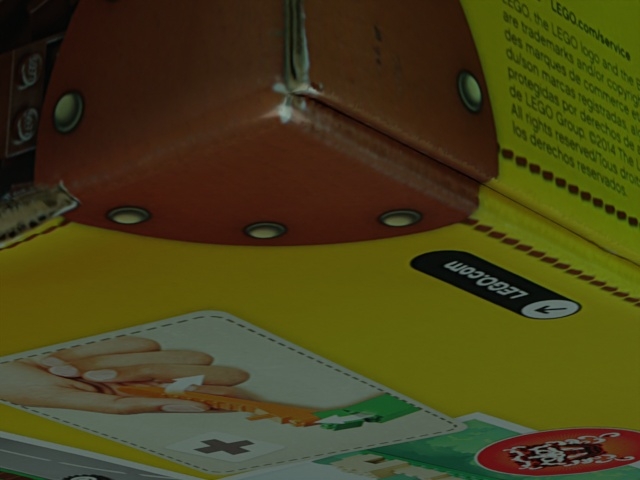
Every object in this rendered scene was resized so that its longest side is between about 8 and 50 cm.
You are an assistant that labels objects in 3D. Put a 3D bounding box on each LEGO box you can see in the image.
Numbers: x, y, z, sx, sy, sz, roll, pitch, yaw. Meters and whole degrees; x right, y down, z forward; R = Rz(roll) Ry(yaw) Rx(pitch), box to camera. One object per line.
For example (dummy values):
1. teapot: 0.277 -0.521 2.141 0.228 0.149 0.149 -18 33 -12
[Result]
1. LEGO box: 0.000 0.000 0.617 0.372 0.193 0.500 -17 154 34
